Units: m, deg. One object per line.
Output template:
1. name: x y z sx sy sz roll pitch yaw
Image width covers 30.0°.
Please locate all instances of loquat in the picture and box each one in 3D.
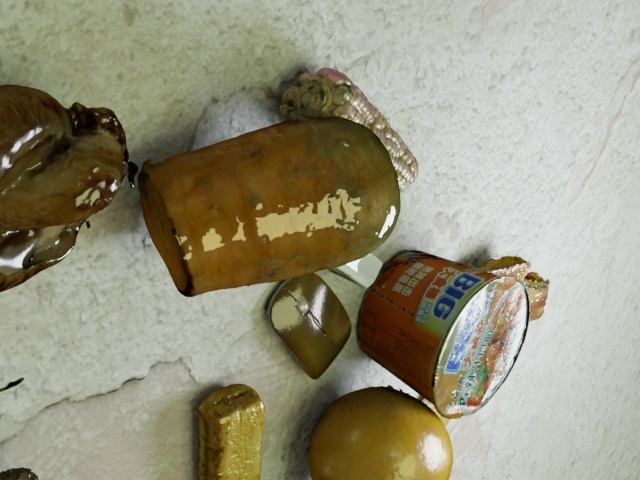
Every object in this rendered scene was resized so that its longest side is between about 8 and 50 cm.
1. loquat: 0.110 0.390 2.167 0.263 0.263 0.263 -29 132 -38

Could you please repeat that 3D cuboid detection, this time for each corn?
1. corn: 0.055 -0.167 1.893 0.127 0.126 0.335 -62 149 -2

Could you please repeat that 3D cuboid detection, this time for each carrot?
1. carrot: -0.065 -0.048 1.663 0.340 0.224 0.224 -18 128 -19

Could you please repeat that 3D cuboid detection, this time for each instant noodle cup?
1. instant noodle cup: 0.217 0.156 2.199 0.296 0.214 0.296 -29 132 -38

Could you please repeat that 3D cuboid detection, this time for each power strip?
1. power strip: 0.000 0.000 1.937 0.058 0.098 0.338 -62 144 -7

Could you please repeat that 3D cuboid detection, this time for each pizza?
1. pizza: 0.380 0.099 2.474 0.161 0.086 0.305 -43 143 10

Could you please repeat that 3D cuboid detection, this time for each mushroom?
1. mushroom: -0.356 -0.066 1.378 0.283 0.195 0.263 -22 137 -22

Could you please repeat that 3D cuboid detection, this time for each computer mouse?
1. computer mouse: -0.014 0.149 2.050 0.126 0.056 0.245 -51 141 -18

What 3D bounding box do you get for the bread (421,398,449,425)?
1. bread: 0.197 0.414 2.482 0.182 0.039 0.251 34 84 -53

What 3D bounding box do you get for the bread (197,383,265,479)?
1. bread: -0.151 0.338 1.973 0.114 0.083 0.211 -19 126 -37

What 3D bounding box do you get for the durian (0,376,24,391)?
1. durian: -0.521 0.283 1.453 0.375 0.132 0.107 -35 123 -25

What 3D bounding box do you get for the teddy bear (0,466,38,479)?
1. teddy bear: -0.463 0.421 1.612 0.251 0.129 0.182 -36 102 -12
